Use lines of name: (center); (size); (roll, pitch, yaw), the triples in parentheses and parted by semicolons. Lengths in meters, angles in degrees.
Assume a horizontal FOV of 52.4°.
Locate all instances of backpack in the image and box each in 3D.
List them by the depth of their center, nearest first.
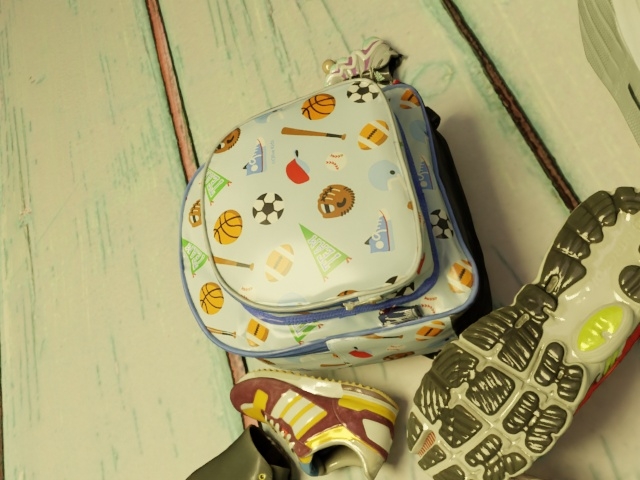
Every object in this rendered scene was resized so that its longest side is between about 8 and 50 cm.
backpack: (0.000, 0.000, 0.601); (0.263, 0.213, 0.276); (-21, 60, 20)

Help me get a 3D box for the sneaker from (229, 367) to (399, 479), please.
sneaker: (-0.020, 0.178, 0.623); (0.185, 0.069, 0.084); (-3, 50, 32)

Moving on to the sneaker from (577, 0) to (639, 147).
sneaker: (0.303, -0.173, 0.580); (0.091, 0.094, 0.258); (-10, 63, 2)

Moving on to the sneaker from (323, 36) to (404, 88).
sneaker: (0.055, -0.192, 0.755); (0.098, 0.038, 0.069); (-45, 58, -9)

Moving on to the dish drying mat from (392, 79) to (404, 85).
dish drying mat: (0.072, -0.147, 0.751); (0.083, 0.008, 0.032); (-51, 54, 3)

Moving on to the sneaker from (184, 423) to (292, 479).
sneaker: (-0.055, 0.283, 0.602); (0.118, 0.083, 0.222); (-47, 52, 6)

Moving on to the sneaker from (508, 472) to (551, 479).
sneaker: (0.247, 0.224, 0.448); (0.290, 0.106, 0.123); (19, 48, 44)

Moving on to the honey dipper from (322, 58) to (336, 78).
honey dipper: (0.013, -0.153, 0.780); (0.030, 0.030, 0.161); (-14, 59, 27)

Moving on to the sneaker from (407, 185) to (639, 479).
sneaker: (0.187, 0.090, 0.508); (0.279, 0.118, 0.107); (-48, 52, 8)
